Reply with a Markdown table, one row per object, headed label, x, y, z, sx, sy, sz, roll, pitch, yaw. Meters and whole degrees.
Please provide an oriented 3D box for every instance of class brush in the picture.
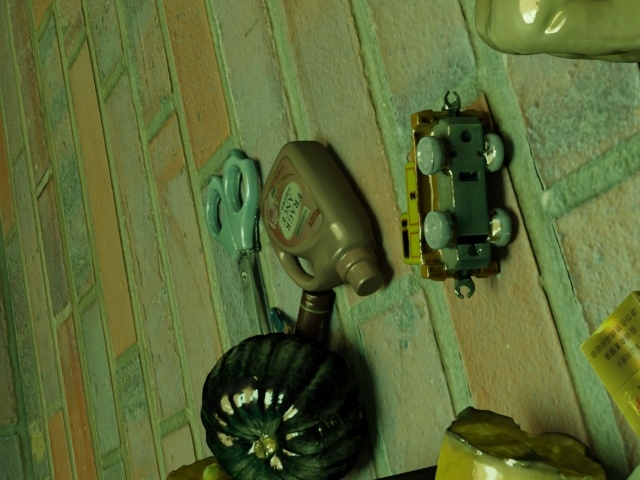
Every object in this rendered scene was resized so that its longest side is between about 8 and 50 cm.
| label | x | y | z | sx | sy | sz | roll | pitch | yaw |
| --- | --- | --- | --- | --- | --- | --- | --- | --- | --- |
| brush | -0.057 | 0.126 | 1.386 | 0.164 | 0.014 | 0.051 | -129 | 48 | -72 |

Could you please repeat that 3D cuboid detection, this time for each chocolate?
| label | x | y | z | sx | sy | sz | roll | pitch | yaw |
| --- | --- | --- | --- | --- | --- | --- | --- | --- | --- |
| chocolate | 0.147 | 0.394 | 0.914 | 0.162 | 0.162 | 0.446 | 19 | 98 | 57 |

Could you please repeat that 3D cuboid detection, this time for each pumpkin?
| label | x | y | z | sx | sy | sz | roll | pitch | yaw |
| --- | --- | --- | --- | --- | --- | --- | --- | --- | --- |
| pumpkin | -0.047 | 0.224 | 1.252 | 0.162 | 0.220 | 0.221 | -58 | -14 | -61 |

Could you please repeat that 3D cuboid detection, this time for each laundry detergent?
| label | x | y | z | sx | sy | sz | roll | pitch | yaw |
| --- | --- | --- | --- | --- | --- | --- | --- | --- | --- |
| laundry detergent | 0.000 | 0.000 | 1.278 | 0.237 | 0.076 | 0.171 | 60 | 140 | 34 |

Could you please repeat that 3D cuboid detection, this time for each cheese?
| label | x | y | z | sx | sy | sz | roll | pitch | yaw |
| --- | --- | --- | --- | --- | --- | --- | --- | --- | --- |
| cheese | 0.225 | -0.201 | 0.771 | 0.235 | 0.218 | 0.117 | 4 | 100 | 37 |

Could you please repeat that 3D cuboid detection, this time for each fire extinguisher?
| label | x | y | z | sx | sy | sz | roll | pitch | yaw |
| --- | --- | --- | --- | --- | --- | --- | --- | --- | --- |
| fire extinguisher | -0.017 | 0.139 | 1.344 | 0.064 | 0.043 | 0.158 | -91 | 12 | -68 |

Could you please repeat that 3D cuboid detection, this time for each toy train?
| label | x | y | z | sx | sy | sz | roll | pitch | yaw |
| --- | --- | --- | --- | --- | --- | --- | --- | --- | --- |
| toy train | 0.135 | -0.047 | 1.041 | 0.127 | 0.089 | 0.219 | 173 | 93 | -69 |

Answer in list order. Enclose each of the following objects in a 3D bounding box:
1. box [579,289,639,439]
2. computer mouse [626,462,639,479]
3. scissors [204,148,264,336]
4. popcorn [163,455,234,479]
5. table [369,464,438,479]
| label | x | y | z | sx | sy | sz | roll | pitch | yaw |
| --- | --- | --- | --- | --- | --- | --- | --- | --- | --- |
| box | 0.296 | 0.129 | 0.849 | 0.089 | 0.022 | 0.156 | -60 | 44 | 42 |
| computer mouse | 0.265 | 0.312 | 0.719 | 0.145 | 0.228 | 0.429 | 56 | 140 | 45 |
| scissors | -0.115 | 0.038 | 1.508 | 0.191 | 0.029 | 0.360 | -43 | 57 | 52 |
| popcorn | -0.114 | 0.437 | 1.320 | 0.282 | 0.282 | 0.247 | 16 | 94 | 57 |
| table | 0.073 | 0.358 | 1.068 | 0.172 | 0.193 | 0.169 | -51 | 50 | 47 |
